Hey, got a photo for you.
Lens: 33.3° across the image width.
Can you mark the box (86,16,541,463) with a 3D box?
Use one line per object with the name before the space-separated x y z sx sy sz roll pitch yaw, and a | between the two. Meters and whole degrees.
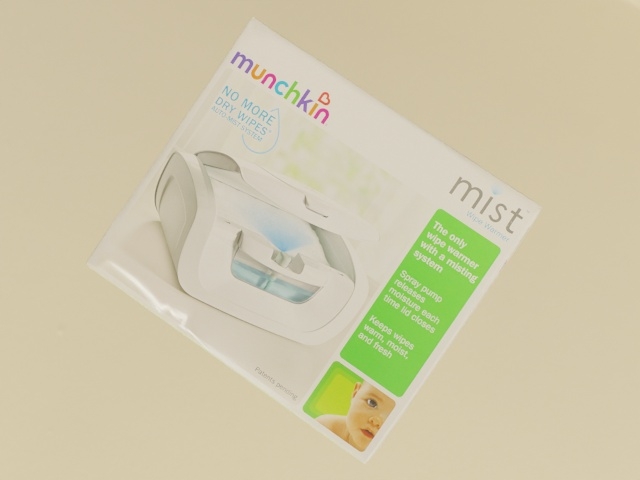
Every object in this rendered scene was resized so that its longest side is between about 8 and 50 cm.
box | 0.000 0.000 0.839 0.262 0.127 0.231 35 -88 9
